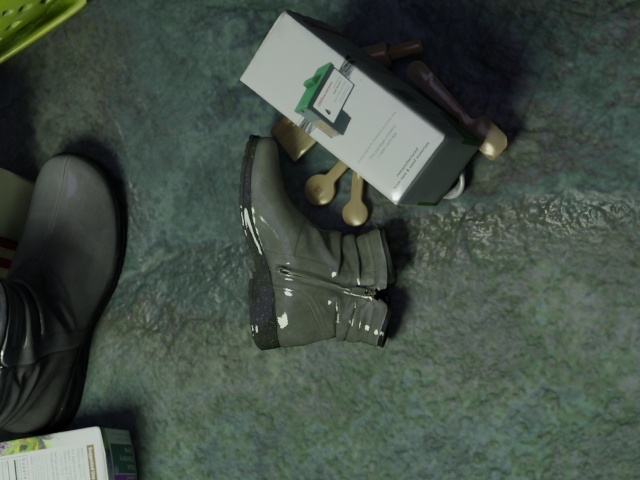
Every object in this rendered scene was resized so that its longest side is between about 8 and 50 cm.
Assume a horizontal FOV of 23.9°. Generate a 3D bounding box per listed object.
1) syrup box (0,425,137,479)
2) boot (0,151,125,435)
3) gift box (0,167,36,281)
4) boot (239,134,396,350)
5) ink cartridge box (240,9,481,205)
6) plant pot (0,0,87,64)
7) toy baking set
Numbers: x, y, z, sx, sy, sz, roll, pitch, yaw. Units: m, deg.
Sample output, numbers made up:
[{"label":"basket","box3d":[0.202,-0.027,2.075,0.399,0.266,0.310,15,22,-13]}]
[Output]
[{"label":"syrup box","box3d":[-0.331,0.271,1.684,0.237,0.093,0.096,-12,79,12]},{"label":"boot","box3d":[-0.315,0.053,1.646,0.118,0.223,0.338,4,83,15]},{"label":"gift box","box3d":[-0.478,0.020,1.673,0.255,0.258,0.276,5,82,15]},{"label":"boot","box3d":[0.000,0.000,1.661,0.161,0.083,0.246,-6,87,8]},{"label":"ink cartridge box","box3d":[0.044,-0.137,1.591,0.219,0.160,0.092,39,103,15]},{"label":"plant pot","box3d":[-0.413,-0.317,1.734,0.227,0.207,0.228,-33,75,6]},{"label":"toy baking set","box3d":[0.073,-0.125,1.682,0.256,0.030,0.196,-17,84,17]}]
